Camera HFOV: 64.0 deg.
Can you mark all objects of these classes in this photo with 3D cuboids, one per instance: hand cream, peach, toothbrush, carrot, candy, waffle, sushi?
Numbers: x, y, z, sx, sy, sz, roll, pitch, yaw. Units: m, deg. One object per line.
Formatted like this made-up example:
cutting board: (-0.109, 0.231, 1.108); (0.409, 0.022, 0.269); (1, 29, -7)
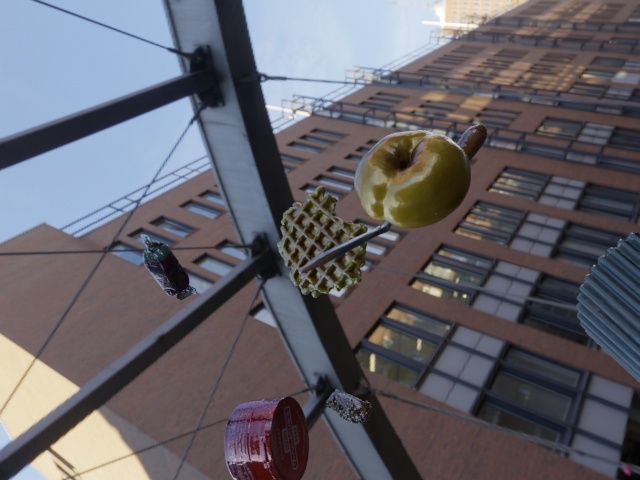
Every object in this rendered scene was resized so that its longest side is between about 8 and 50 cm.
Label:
hand cream: (-0.118, 0.454, 1.158); (0.193, 0.125, 0.193); (-12, -90, -69)
peach: (0.138, -0.095, 0.790); (0.179, 0.179, 0.103); (-55, -39, -27)
toothbrush: (0.105, -0.012, 1.107); (0.375, 0.028, 0.037); (-26, -80, -28)
carrot: (0.284, -0.158, 1.104); (0.216, 0.048, 0.048); (-53, -29, 4)
candy: (-0.251, 0.051, 0.840); (0.175, 0.045, 0.043); (70, -157, -46)
waffle: (0.004, 0.009, 1.430); (0.058, 0.282, 0.300); (4, -122, -58)
sushi: (0.057, 0.343, 1.052); (0.052, 0.120, 0.055); (38, -109, -49)

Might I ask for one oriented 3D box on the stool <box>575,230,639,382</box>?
stool: (0.672, 0.169, 0.882); (0.330, 0.297, 0.297); (-104, 14, -62)
